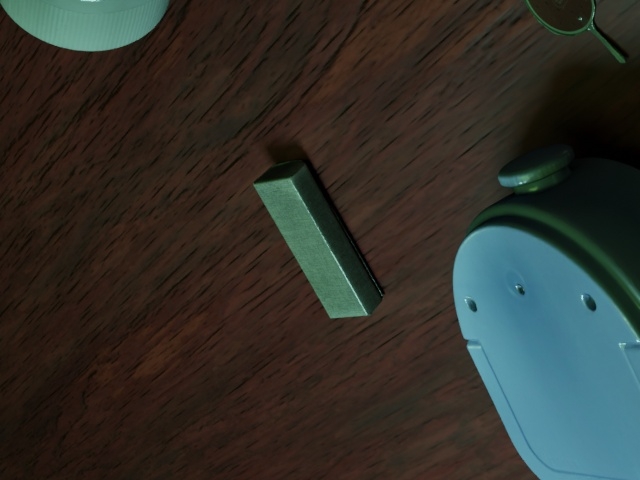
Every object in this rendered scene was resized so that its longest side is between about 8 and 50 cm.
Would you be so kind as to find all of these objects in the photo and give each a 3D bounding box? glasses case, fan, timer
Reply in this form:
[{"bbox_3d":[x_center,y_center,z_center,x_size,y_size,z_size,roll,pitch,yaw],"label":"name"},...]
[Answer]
[{"bbox_3d":[0.000,0.000,2.268,0.071,0.047,0.205,-7,120,47],"label":"glasses case"},{"bbox_3d":[0.244,-0.216,1.796,0.133,0.005,0.085,44,147,7],"label":"fan"},{"bbox_3d":[0.295,0.078,1.885,0.395,0.173,0.395,47,155,31],"label":"timer"}]

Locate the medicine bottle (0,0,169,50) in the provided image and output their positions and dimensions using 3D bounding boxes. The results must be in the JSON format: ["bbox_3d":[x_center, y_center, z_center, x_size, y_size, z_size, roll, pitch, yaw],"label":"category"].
[{"bbox_3d":[-0.232,-0.365,1.957,0.245,0.245,0.306,39,147,12],"label":"medicine bottle"}]
